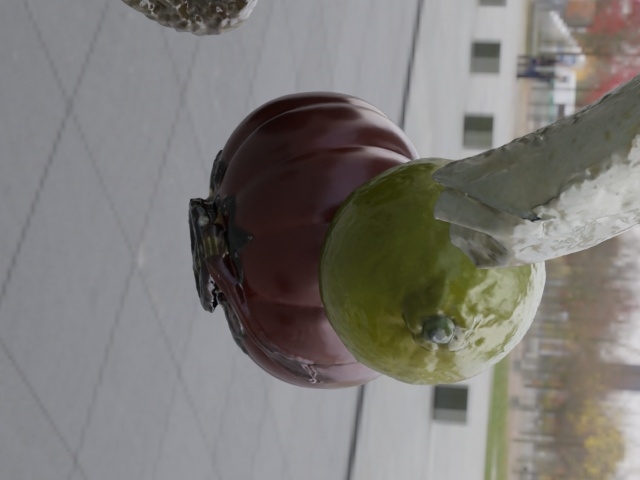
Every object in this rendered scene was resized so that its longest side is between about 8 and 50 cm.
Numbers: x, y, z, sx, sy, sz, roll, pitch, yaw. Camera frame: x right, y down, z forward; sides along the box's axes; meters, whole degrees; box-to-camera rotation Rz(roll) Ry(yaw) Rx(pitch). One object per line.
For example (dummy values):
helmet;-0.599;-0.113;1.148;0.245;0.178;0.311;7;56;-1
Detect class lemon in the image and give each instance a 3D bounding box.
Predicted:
lemon;0.088;0.025;0.988;0.248;0.184;0.184;-85;176;-81

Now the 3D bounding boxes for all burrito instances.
burrito;0.167;-0.059;0.507;0.082;0.275;0.059;42;29;-44

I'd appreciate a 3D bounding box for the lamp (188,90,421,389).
lamp;0.000;0.000;1.246;0.303;0.257;0.303;175;-90;-80

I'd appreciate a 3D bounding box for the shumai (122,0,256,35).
shumai;-0.123;-0.421;1.331;0.283;0.217;0.346;-70;154;-48
